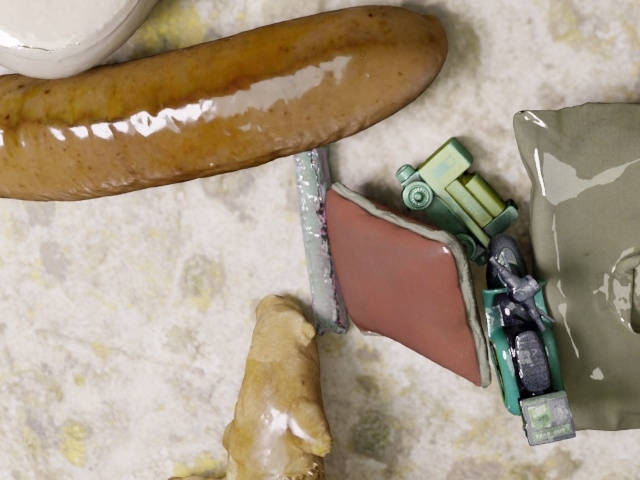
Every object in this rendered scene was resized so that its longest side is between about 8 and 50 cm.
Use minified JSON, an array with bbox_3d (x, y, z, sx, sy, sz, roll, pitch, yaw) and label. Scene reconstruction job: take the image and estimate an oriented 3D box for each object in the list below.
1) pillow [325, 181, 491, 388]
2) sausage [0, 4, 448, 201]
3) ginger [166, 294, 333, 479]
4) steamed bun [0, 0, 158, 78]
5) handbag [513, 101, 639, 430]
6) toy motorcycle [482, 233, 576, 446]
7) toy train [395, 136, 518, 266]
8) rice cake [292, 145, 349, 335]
[{"bbox_3d":[0.083,0.038,0.941,0.179,0.075,0.171,25,139,47],"label":"pillow"},{"bbox_3d":[-0.129,-0.117,0.943,0.501,0.136,0.123,-9,138,15],"label":"sausage"},{"bbox_3d":[-0.033,0.272,0.991,0.363,0.122,0.348,43,124,40],"label":"ginger"},{"bbox_3d":[-0.222,-0.249,0.908,0.177,0.131,0.228,31,85,-2],"label":"steamed bun"},{"bbox_3d":[0.302,0.028,0.910,0.253,0.109,0.315,-3,107,8],"label":"handbag"},{"bbox_3d":[0.172,0.078,0.865,0.058,0.100,0.173,-12,88,3],"label":"toy motorcycle"},{"bbox_3d":[0.128,-0.035,0.959,0.081,0.050,0.122,-43,94,13],"label":"toy train"},{"bbox_3d":[0.001,0.000,1.003,0.033,0.033,0.207,1,110,25],"label":"rice cake"}]
